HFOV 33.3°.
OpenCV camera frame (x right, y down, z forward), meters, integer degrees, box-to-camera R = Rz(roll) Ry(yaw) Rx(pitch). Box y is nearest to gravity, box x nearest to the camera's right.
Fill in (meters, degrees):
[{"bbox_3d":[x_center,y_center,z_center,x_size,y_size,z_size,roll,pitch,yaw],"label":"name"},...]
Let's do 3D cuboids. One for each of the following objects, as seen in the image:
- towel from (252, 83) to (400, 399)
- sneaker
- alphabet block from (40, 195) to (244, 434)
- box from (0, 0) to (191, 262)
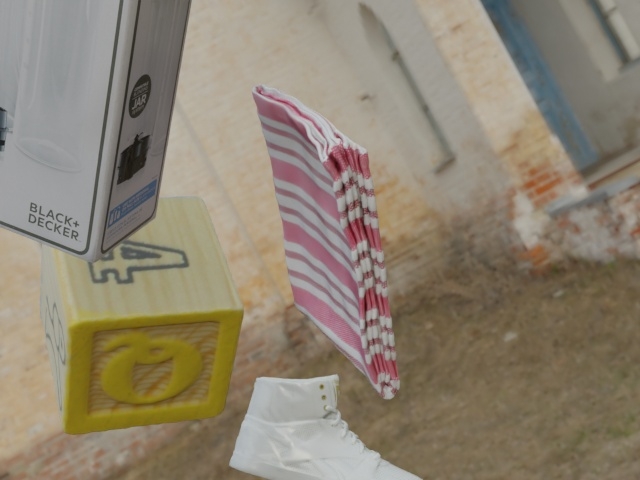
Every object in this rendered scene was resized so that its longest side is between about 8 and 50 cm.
[{"bbox_3d":[0.000,0.000,0.740,0.029,0.197,0.144,-20,30,-18],"label":"towel"},{"bbox_3d":[0.028,0.284,1.566,0.292,0.169,0.108,14,-8,0],"label":"sneaker"},{"bbox_3d":[-0.214,0.082,1.236,0.193,0.197,0.192,-5,-46,-20],"label":"alphabet block"},{"bbox_3d":[-0.169,-0.152,0.656,0.087,0.169,0.290,-46,-28,-60],"label":"box"}]
